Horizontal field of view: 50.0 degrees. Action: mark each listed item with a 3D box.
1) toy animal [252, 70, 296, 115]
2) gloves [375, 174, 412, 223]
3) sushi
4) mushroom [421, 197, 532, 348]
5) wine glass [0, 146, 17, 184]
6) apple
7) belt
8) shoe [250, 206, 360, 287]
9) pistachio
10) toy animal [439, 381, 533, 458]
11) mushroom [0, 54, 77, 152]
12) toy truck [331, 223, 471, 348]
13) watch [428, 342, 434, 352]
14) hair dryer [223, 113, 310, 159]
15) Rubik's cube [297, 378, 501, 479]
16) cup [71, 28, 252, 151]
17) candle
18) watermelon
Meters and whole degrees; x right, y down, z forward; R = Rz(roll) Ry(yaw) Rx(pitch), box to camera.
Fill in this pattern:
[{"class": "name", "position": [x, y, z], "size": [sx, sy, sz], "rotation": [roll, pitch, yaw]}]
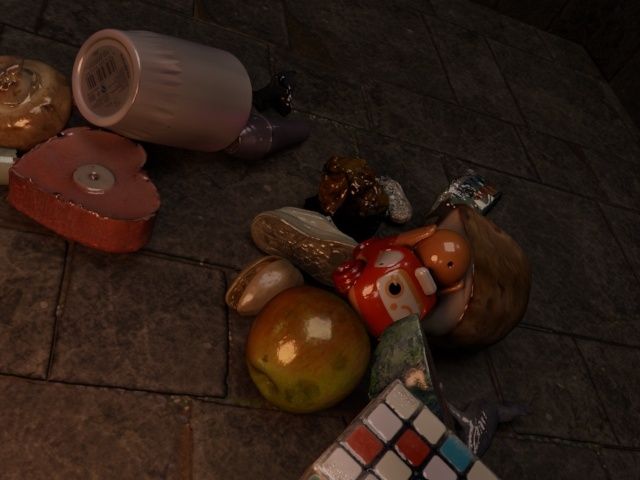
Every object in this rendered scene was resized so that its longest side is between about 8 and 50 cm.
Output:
[{"class": "toy animal", "position": [-0.101, -0.441, 2.019], "size": [0.117, 0.121, 0.210], "rotation": [51, 33, -8]}, {"class": "gloves", "position": [0.188, -0.112, 1.888], "size": [0.115, 0.070, 0.153], "rotation": [-2, 53, -34]}, {"class": "sushi", "position": [0.074, -0.113, 1.717], "size": [0.200, 0.204, 0.213], "rotation": [36, 35, 11]}, {"class": "mushroom", "position": [0.399, 0.134, 1.630], "size": [0.397, 0.224, 0.313], "rotation": [27, 37, -34]}, {"class": "wine glass", "position": [-0.705, -0.153, 1.345], "size": [0.202, 0.093, 0.092], "rotation": [1, 50, -30]}, {"class": "apple", "position": [-0.033, 0.218, 1.340], "size": [0.246, 0.246, 0.226], "rotation": [39, 61, 7]}, {"class": "belt", "position": [0.392, -0.086, 1.891], "size": [0.150, 0.207, 0.257], "rotation": [40, 33, 12]}, {"class": "shoe", "position": [0.000, 0.000, 1.618], "size": [0.317, 0.124, 0.159], "rotation": [25, 27, 2]}, {"class": "pistachio", "position": [-0.116, 0.098, 1.463], "size": [0.185, 0.124, 0.124], "rotation": [-29, 68, -29]}, {"class": "toy animal", "position": [0.306, 0.400, 1.450], "size": [0.206, 0.081, 0.367], "rotation": [41, 45, 13]}, {"class": "mushroom", "position": [-0.643, -0.299, 1.457], "size": [0.255, 0.184, 0.254], "rotation": [-2, 40, 2]}, {"class": "toy truck", "position": [0.181, 0.079, 1.415], "size": [0.189, 0.239, 0.265], "rotation": [61, 35, -15]}, {"class": "watch", "position": [0.176, 0.175, 1.604], "size": [0.193, 0.068, 0.206], "rotation": [21, 45, -18]}, {"class": "hair dryer", "position": [-0.224, -0.356, 1.859], "size": [0.361, 0.121, 0.301], "rotation": [43, 33, 19]}, {"class": "Rubik's cube", "position": [0.099, 0.439, 1.146], "size": [0.253, 0.259, 0.256], "rotation": [45, 42, 11]}, {"class": "cup", "position": [-0.353, -0.337, 1.562], "size": [0.253, 0.253, 0.372], "rotation": [50, 25, 19]}, {"class": "candle", "position": [-0.486, -0.097, 1.404], "size": [0.287, 0.131, 0.317], "rotation": [-2, 42, -36]}, {"class": "watermelon", "position": [0.177, 0.307, 1.346], "size": [0.226, 0.148, 0.318], "rotation": [-7, 83, -73]}]
